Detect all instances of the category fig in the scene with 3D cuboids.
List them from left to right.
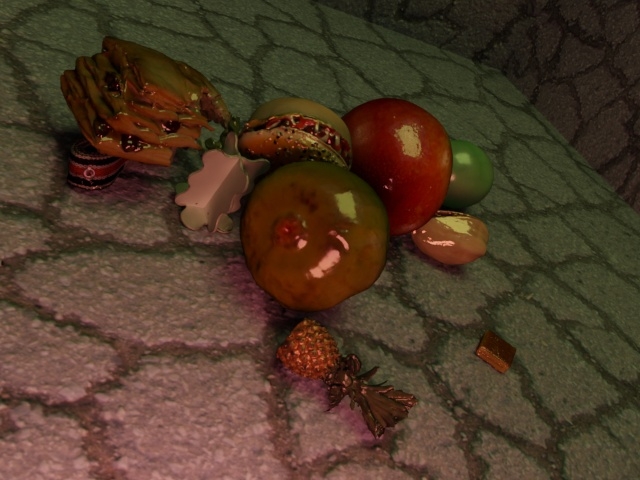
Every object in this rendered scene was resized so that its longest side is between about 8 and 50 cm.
[{"bbox_3d":[0.000,-0.011,1.556,0.344,0.343,0.343,23,32,-15],"label":"fig"}]

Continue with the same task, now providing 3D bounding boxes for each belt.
[{"bbox_3d":[-0.449,-0.209,1.648,0.126,0.094,0.359,33,29,10],"label":"belt"}]

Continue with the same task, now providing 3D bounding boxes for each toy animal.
[{"bbox_3d":[-0.230,-0.239,1.862,0.101,0.103,0.218,24,42,-58],"label":"toy animal"}]

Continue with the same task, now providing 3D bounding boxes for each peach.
[{"bbox_3d":[0.174,-0.182,1.911,0.389,0.388,0.388,23,32,-15],"label":"peach"}]

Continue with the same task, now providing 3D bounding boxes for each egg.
[{"bbox_3d":[0.446,-0.213,2.320,0.270,0.220,0.220,9,38,-41],"label":"egg"}]

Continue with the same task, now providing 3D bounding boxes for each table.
[{"bbox_3d":[-0.221,-0.131,1.613,0.167,0.198,0.166,22,43,-23],"label":"table"}]

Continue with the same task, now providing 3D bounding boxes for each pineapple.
[{"bbox_3d":[0.051,0.266,1.395,0.277,0.119,0.130,39,39,10],"label":"pineapple"}]

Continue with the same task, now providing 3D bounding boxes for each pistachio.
[{"bbox_3d":[0.363,-0.012,2.036,0.230,0.157,0.157,14,34,-7],"label":"pistachio"}]

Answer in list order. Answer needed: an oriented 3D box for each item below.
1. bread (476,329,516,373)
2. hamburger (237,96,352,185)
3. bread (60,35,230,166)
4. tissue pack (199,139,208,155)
[{"bbox_3d":[0.443,0.279,1.806,0.090,0.035,0.094,36,32,7],"label":"bread"},{"bbox_3d":[-0.066,-0.201,1.710,0.300,0.300,0.176,23,57,-16],"label":"hamburger"},{"bbox_3d":[-0.363,-0.316,1.603,0.370,0.191,0.314,0,38,-42],"label":"bread"},{"bbox_3d":[-0.269,-0.234,1.907,0.108,0.023,0.056,14,37,-29],"label":"tissue pack"}]
